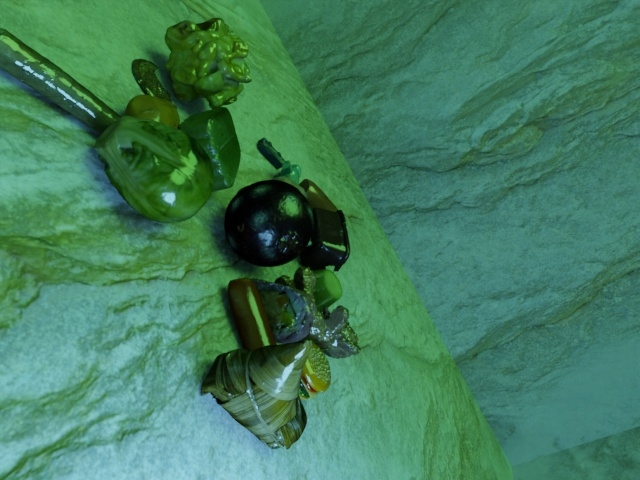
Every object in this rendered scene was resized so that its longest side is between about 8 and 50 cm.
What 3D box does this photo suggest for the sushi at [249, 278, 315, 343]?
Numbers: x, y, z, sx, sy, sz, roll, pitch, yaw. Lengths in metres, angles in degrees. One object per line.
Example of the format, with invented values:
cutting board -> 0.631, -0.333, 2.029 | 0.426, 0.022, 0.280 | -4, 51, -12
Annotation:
sushi -> -0.126, 0.206, 1.306 | 0.107, 0.241, 0.161 | 26, 77, -61

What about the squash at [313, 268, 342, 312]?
squash -> -0.005, 0.180, 1.658 | 0.170, 0.123, 0.170 | 44, 31, -35

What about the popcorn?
popcorn -> -0.382, -0.604, 1.574 | 0.312, 0.312, 0.312 | 50, 22, -28

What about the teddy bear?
teddy bear -> 0.003, 0.233, 1.431 | 0.222, 0.246, 0.296 | -1, 74, -40

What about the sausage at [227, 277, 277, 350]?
sausage -> -0.172, 0.237, 1.199 | 0.300, 0.083, 0.089 | 67, 8, 15

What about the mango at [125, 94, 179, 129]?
mango -> -0.459, -0.340, 1.258 | 0.147, 0.109, 0.227 | 51, 20, -25

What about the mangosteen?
mangosteen -> -0.162, -0.058, 1.388 | 0.288, 0.288, 0.288 | 50, 22, -28

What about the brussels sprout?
brussels sprout -> -0.387, -0.172, 1.068 | 0.271, 0.210, 0.219 | 42, 49, -23

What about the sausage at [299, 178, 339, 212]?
sausage -> 0.000, -0.152, 2.123 | 0.304, 0.121, 0.121 | 46, 24, -34

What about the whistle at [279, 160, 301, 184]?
whistle -> -0.142, -0.263, 1.974 | 0.274, 0.093, 0.186 | -80, 163, -57

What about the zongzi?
zongzi -> -0.070, 0.335, 1.001 | 0.286, 0.288, 0.134 | 51, 27, -26

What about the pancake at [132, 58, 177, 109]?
pancake -> -0.526, -0.500, 1.456 | 0.190, 0.020, 0.184 | 52, 20, -24

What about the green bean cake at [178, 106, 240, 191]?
green bean cake -> -0.333, -0.288, 1.406 | 0.248, 0.125, 0.222 | -81, 159, -61

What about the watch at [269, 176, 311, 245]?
watch -> -0.132, -0.080, 1.689 | 0.253, 0.161, 0.241 | 28, 50, -52

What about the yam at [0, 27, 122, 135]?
yam -> -0.568, -0.327, 1.025 | 0.371, 0.083, 0.083 | 41, 27, -49

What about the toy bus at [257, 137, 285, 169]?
toy bus -> -0.219, -0.385, 2.013 | 0.153, 0.051, 0.061 | 45, 30, -38

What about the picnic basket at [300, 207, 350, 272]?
picnic basket -> 0.000, 0.000, 1.829 | 0.129, 0.222, 0.297 | 23, 36, -25

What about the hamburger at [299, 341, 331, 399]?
hamburger -> -0.042, 0.369, 1.286 | 0.162, 0.115, 0.162 | 48, 24, -30
